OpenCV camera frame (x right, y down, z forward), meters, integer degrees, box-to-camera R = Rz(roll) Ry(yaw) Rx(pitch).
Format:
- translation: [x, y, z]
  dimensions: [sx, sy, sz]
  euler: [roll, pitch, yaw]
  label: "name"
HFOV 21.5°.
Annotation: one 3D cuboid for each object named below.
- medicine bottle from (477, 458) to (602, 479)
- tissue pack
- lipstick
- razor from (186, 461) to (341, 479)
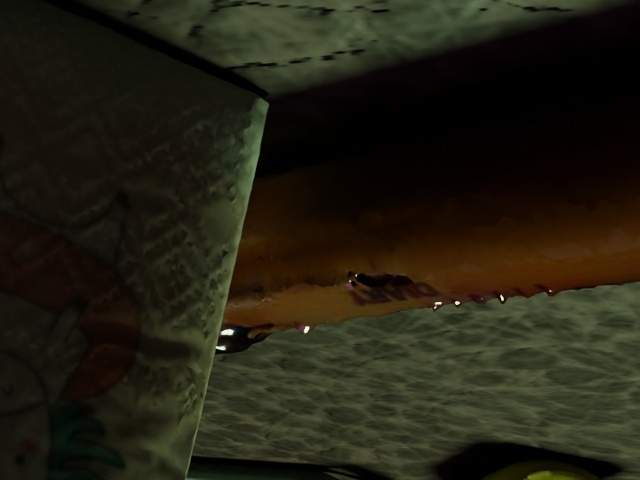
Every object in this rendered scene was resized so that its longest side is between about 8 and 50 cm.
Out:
- translation: [0.127, 0.220, 1.246]
  dimensions: [0.111, 0.076, 0.309]
  euler: [18, 160, -8]
  label: "medicine bottle"
- translation: [-0.127, 0.080, 0.549]
  dimensions: [0.170, 0.325, 0.071]
  euler: [23, 160, -34]
  label: "tissue pack"
- translation: [0.000, 0.000, 0.648]
  dimensions: [0.418, 0.077, 0.077]
  euler: [-11, 154, 44]
  label: "lipstick"
- translation: [-0.072, 0.196, 1.318]
  dimensions: [0.278, 0.056, 0.111]
  euler: [8, -161, 20]
  label: "razor"
